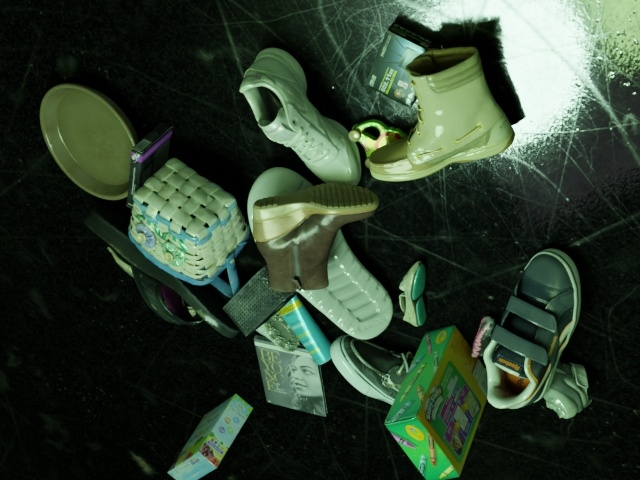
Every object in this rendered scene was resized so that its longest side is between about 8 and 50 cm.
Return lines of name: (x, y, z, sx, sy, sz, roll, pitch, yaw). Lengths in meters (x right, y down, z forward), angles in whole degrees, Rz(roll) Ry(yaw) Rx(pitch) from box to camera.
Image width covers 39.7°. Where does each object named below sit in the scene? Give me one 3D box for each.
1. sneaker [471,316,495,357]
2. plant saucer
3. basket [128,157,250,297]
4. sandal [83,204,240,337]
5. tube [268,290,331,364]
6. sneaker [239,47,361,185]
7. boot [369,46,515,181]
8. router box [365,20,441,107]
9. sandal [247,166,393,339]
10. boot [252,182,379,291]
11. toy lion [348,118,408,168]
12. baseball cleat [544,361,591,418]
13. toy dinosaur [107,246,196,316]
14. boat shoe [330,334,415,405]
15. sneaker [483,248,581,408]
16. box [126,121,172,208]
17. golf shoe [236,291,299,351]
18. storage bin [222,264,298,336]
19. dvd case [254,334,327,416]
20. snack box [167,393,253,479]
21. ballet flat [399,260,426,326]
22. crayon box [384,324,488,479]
sneaker: (0.346, 0.200, 1.807, 0.057, 0.047, 0.119, 16, 139, 8)
plant saucer: (-0.490, -0.216, 1.916, 0.278, 0.041, 0.277, 19, 130, 24)
basket: (-0.280, -0.016, 1.866, 0.255, 0.201, 0.289, 32, 156, 19)
sandal: (-0.362, 0.088, 1.999, 0.446, 0.167, 0.107, 38, 99, 13)
tube: (-0.043, 0.186, 2.007, 0.080, 0.052, 0.207, -30, 100, 33)
sneaker: (-0.044, -0.198, 1.629, 0.114, 0.152, 0.305, -25, 112, 37)
boot: (0.174, -0.212, 1.500, 0.262, 0.095, 0.203, -13, 132, 26)
router box: (0.141, -0.301, 1.523, 0.092, 0.038, 0.122, 28, 133, 7)
sandal: (-0.014, 0.037, 1.824, 0.416, 0.169, 0.102, 55, 171, -13)
boot: (0.000, 0.000, 1.688, 0.249, 0.090, 0.206, -5, 126, 11)
toy lion: (0.115, -0.182, 1.639, 0.096, 0.034, 0.100, -22, 112, 31)
baseball cleat: (0.457, 0.255, 1.772, 0.205, 0.109, 0.072, 56, 164, 16)
toy dinosaur: (-0.401, 0.092, 2.117, 0.268, 0.064, 0.118, 43, 140, -4)
boat shoe: (0.179, 0.295, 1.936, 0.335, 0.121, 0.119, 34, 127, -14)
sneaker: (0.390, 0.176, 1.646, 0.126, 0.128, 0.321, 24, 117, 39)
box: (-0.360, -0.155, 1.859, 0.029, 0.116, 0.162, 26, 133, 11)
golf shoe: (-0.123, 0.192, 2.053, 0.176, 0.069, 0.086, 46, 152, -6)
storage bin: (-0.113, 0.114, 1.914, 0.084, 0.122, 0.180, 48, 129, 5)
dvd case: (-0.071, 0.331, 2.152, 0.165, 0.018, 0.221, 10, 129, 23)
snack box: (-0.283, 0.514, 2.280, 0.070, 0.207, 0.174, 43, 132, -8)
ballet flat: (0.184, 0.109, 1.814, 0.052, 0.057, 0.168, 18, 132, 29)
crayon box: (0.246, 0.325, 1.793, 0.081, 0.278, 0.165, -22, 112, 38)
